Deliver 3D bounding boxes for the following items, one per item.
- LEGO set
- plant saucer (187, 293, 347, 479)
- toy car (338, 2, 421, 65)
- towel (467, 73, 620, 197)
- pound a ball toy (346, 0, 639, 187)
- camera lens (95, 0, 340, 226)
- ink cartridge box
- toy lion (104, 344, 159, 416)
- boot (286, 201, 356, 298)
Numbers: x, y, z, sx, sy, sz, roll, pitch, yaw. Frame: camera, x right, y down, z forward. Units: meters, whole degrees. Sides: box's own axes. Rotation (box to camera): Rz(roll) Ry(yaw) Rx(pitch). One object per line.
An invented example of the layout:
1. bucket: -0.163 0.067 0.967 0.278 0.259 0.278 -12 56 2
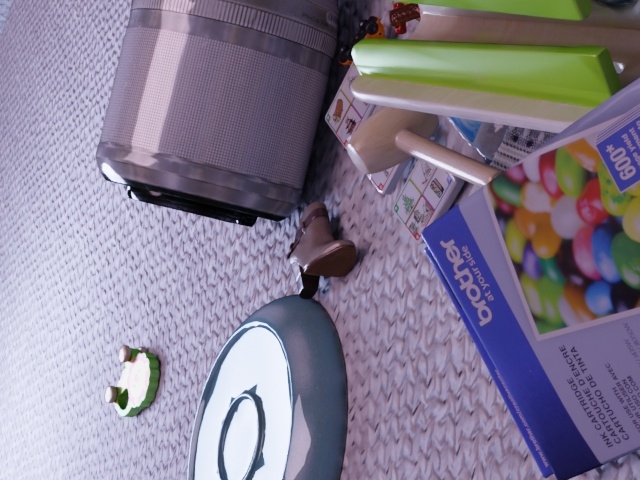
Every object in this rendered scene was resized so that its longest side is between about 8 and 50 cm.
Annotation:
1. LEGO set: 0.107 -0.146 1.192 0.182 0.060 0.244 55 133 36
2. plant saucer: -0.067 0.206 1.386 0.317 0.043 0.318 -40 43 51
3. toy car: 0.063 -0.189 1.310 0.060 0.040 0.122 -59 20 -13
4. towel: 0.211 -0.109 0.945 0.324 0.056 0.312 40 114 63
5. pound a ball toy: 0.120 -0.143 0.967 0.136 0.208 0.319 -40 29 -21
6. camera lens: -0.104 -0.162 1.437 0.219 0.219 0.274 14 90 65
7. ink cartridge box: 0.180 0.023 0.806 0.311 0.065 0.186 -38 77 48
8. toy lion: -0.238 0.186 1.772 0.096 0.034 0.100 45 119 53
9. boot: 0.000 0.000 1.350 0.118 0.042 0.087 -45 37 48
